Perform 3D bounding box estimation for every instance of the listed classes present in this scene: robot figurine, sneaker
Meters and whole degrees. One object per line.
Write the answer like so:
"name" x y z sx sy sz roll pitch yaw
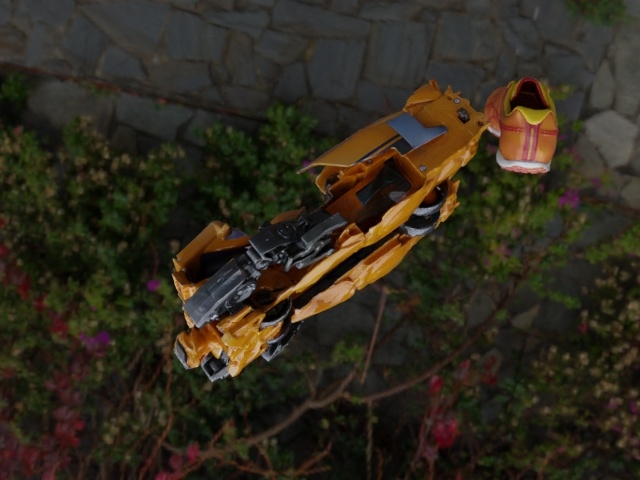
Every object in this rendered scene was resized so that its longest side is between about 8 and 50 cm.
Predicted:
"robot figurine" 0.000 0.000 0.681 0.085 0.291 0.211 49 161 19
"sneaker" 0.180 -0.112 0.739 0.064 0.067 0.175 6 -157 0
